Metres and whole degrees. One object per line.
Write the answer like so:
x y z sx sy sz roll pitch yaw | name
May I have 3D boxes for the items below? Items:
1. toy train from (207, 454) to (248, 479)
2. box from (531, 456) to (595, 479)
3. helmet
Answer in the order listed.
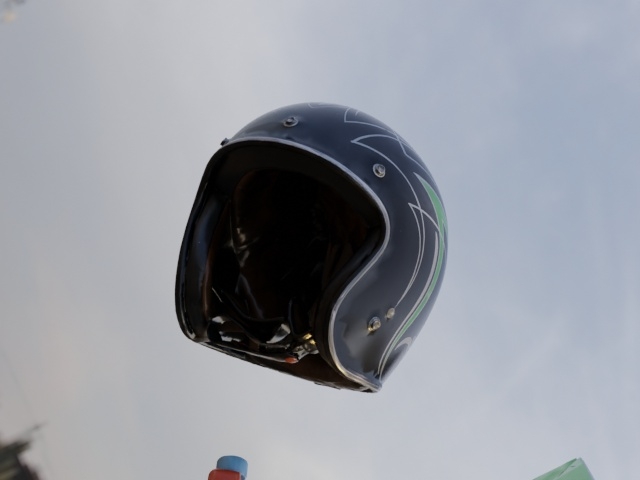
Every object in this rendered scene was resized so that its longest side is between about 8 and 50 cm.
-0.077 0.213 0.933 0.125 0.046 0.166 108 -10 -59 | toy train
0.198 0.302 1.113 0.231 0.127 0.262 62 4 -5 | box
0.000 0.000 0.985 0.169 0.169 0.161 157 -49 -75 | helmet
